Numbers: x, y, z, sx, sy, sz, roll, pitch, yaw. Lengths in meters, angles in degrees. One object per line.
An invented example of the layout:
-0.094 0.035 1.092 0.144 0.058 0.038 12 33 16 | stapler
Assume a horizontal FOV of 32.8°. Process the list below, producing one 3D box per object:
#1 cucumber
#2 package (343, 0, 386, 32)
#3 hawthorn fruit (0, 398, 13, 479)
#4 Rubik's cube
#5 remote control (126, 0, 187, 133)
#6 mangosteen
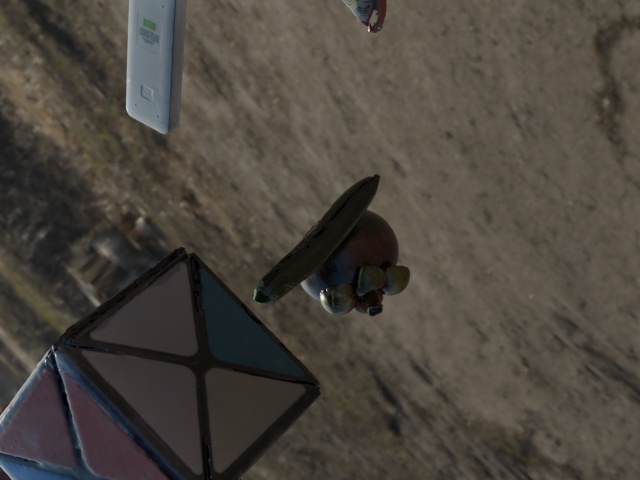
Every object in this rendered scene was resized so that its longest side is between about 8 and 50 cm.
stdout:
0.000 0.000 1.663 0.056 0.284 0.056 37 157 18 | cucumber
0.055 -0.472 1.607 0.288 0.108 0.223 46 129 -10 | package
-0.449 0.373 1.970 0.287 0.330 0.287 48 -161 -23 | hawthorn fruit
-0.230 0.239 1.515 0.305 0.310 0.307 45 128 6 | Rubik's cube
-0.264 -0.295 1.732 0.103 0.034 0.250 28 130 26 | remote control
0.055 0.043 1.819 0.200 0.200 0.200 41 163 15 | mangosteen
